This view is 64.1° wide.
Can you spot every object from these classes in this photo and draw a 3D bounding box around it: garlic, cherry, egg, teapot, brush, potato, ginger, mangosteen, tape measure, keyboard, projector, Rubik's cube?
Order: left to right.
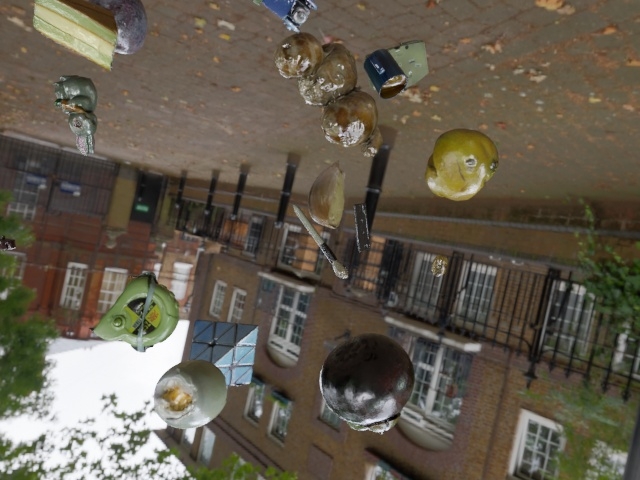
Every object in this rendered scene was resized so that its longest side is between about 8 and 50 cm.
[{"bbox_3d":[-1.018,0.007,1.644,0.100,0.045,0.068,5,-171,39],"label":"teapot"},{"bbox_3d":[-0.595,-0.642,1.488,0.195,0.195,0.195,12,-179,0],"label":"cherry"},{"bbox_3d":[-0.450,0.188,1.303,0.175,0.200,0.106,34,170,0],"label":"tape measure"},{"bbox_3d":[-0.349,0.421,1.413,0.183,0.183,0.217,13,172,15],"label":"egg"},{"bbox_3d":[-0.347,0.407,1.816,0.228,0.233,0.229,5,172,-11],"label":"Rubik's cube"},{"bbox_3d":[0.000,0.000,1.668,0.299,0.039,0.042,56,168,2],"label":"brush"},{"bbox_3d":[0.018,-0.122,1.440,0.101,0.195,0.087,-6,157,44],"label":"garlic"},{"bbox_3d":[0.038,-0.378,1.354,0.176,0.375,0.256,-27,-165,32],"label":"ginger"},{"bbox_3d":[0.134,-0.042,1.650,0.053,0.155,0.010,-12,-171,-38],"label":"keyboard"},{"bbox_3d":[0.157,0.440,1.581,0.300,0.300,0.300,12,-179,0],"label":"mangosteen"},{"bbox_3d":[0.333,-0.749,2.232,0.270,0.193,0.088,-21,-153,-11],"label":"projector"},{"bbox_3d":[0.415,0.088,1.781,0.051,0.083,0.040,6,-154,2],"label":"potato"}]

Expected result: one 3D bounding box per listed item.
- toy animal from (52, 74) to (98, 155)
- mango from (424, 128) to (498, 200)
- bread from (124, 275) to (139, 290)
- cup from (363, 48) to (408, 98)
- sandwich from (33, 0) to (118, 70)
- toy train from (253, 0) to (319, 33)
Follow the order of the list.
[{"bbox_3d":[-0.779,-0.410,1.676,0.127,0.251,0.125,-17,-172,-10],"label":"toy animal"},{"bbox_3d":[0.346,-0.184,1.297,0.167,0.130,0.262,49,161,11],"label":"mango"},{"bbox_3d":[-0.574,0.151,1.603,0.085,0.085,0.053,13,173,46],"label":"bread"},{"bbox_3d":[0.229,-0.603,1.809,0.113,0.138,0.150,-24,158,-8],"label":"cup"},{"bbox_3d":[-0.618,-0.530,1.287,0.187,0.117,0.144,5,-139,-30],"label":"sandwich"},{"bbox_3d":[-0.126,-0.780,1.631,0.202,0.131,0.299,29,-160,-28],"label":"toy train"}]
